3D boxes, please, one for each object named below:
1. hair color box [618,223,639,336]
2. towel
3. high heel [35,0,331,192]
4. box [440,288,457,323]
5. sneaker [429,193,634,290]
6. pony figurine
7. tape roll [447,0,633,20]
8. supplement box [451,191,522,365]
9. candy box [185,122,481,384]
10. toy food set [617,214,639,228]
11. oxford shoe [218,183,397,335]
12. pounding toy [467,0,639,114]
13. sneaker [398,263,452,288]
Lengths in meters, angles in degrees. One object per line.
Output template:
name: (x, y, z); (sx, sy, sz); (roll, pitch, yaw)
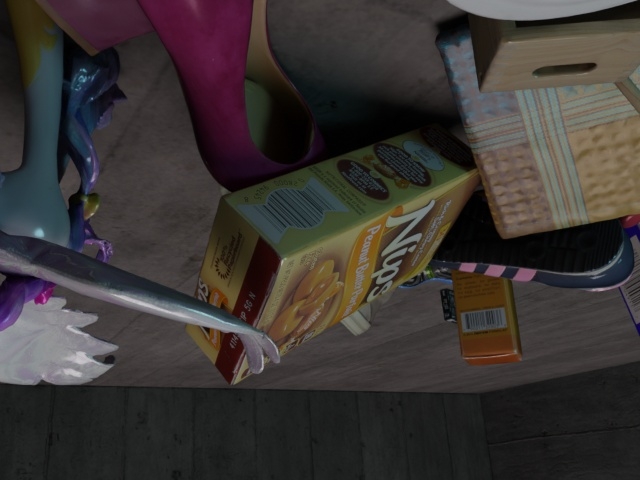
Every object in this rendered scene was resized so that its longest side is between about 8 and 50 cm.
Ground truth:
hair color box: (0.588, 0.023, 0.882); (0.339, 0.185, 0.110); (-11, 159, -11)
towel: (0.320, -0.131, 0.577); (0.370, 0.040, 0.271); (-12, 132, 22)
high heel: (-0.033, -0.131, 0.518); (0.181, 0.127, 0.377); (-10, 158, 27)
box: (0.293, 0.145, 1.383); (0.018, 0.067, 0.083); (-22, 154, 36)
sneaker: (0.233, 0.008, 0.817); (0.319, 0.112, 0.131); (15, 169, 43)
pony figurine: (-0.239, -0.007, 0.475); (0.303, 0.363, 0.351); (-20, 154, 35)
tape roll: (0.169, -0.216, 0.280); (0.286, 0.100, 0.286); (-14, 170, -3)
supplement box: (0.228, 0.053, 0.899); (0.080, 0.233, 0.078); (-8, 159, 21)
candy box: (0.024, 0.002, 0.660); (0.317, 0.087, 0.182); (-24, 150, -41)
toy food set: (0.419, -0.061, 0.718); (0.232, 0.104, 0.111); (-19, 151, -7)
oxford shoe: (0.000, 0.000, 0.890); (0.130, 0.169, 0.449); (-46, 146, -4)
pounding toy: (0.184, -0.163, 0.466); (0.141, 0.130, 0.100); (-4, 166, 0)
sneaker: (0.193, 0.039, 1.114); (0.188, 0.067, 0.078); (-1, 138, -2)
